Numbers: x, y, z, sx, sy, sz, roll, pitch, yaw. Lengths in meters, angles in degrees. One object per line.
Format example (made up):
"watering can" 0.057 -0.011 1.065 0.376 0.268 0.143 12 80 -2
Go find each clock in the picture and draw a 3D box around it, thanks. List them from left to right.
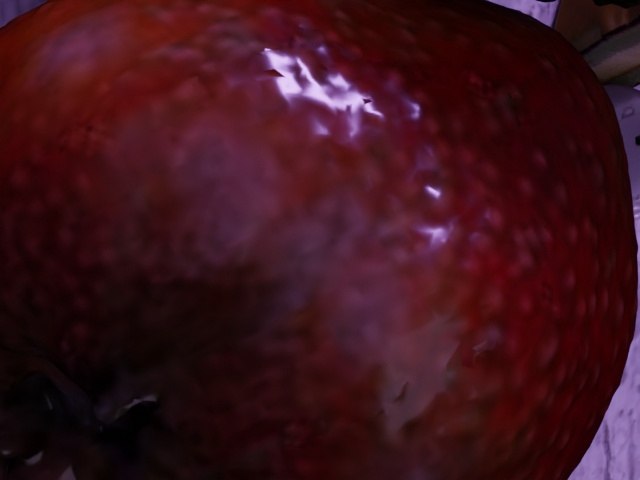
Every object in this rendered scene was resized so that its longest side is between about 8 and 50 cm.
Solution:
"clock" 0.143 -0.039 0.887 0.129 0.041 0.087 -15 121 -25

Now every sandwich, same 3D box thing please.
"sandwich" 0.180 -0.183 0.885 0.079 0.113 0.163 10 64 -40

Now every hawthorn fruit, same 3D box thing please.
"hawthorn fruit" 0.000 0.000 0.646 0.369 0.285 0.284 -39 128 -38

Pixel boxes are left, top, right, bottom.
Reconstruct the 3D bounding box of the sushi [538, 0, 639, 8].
"sushi" 0.126 -0.275 0.621 0.294 0.178 0.351 -2 76 -49
